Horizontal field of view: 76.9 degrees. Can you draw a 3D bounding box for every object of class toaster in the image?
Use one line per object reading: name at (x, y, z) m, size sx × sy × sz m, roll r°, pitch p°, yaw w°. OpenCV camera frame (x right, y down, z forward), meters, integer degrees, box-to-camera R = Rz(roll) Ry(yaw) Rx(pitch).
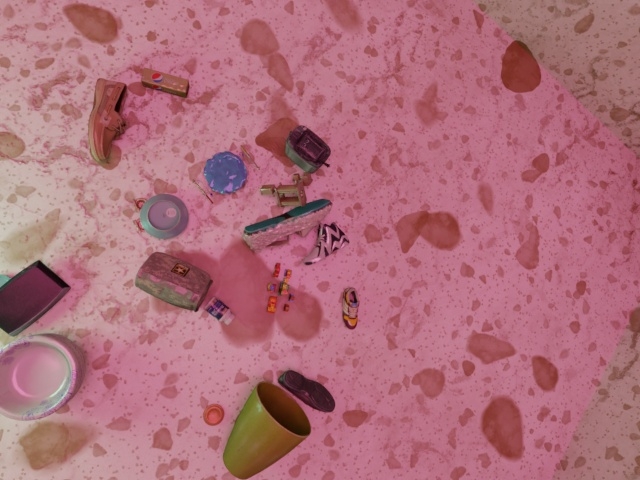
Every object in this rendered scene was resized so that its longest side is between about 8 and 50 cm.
toaster at (-0.053, -0.386, 1.764) m, size 0.227 × 0.146 × 0.129 m, roll 38°, pitch 77°, yaw -6°

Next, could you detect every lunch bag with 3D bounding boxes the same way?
lunch bag at (-0.541, 0.158, 1.513) m, size 0.235 × 0.287 × 0.169 m, roll 26°, pitch 79°, yaw -9°

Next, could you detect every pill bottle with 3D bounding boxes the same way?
pill bottle at (-0.409, 0.288, 1.643) m, size 0.120 × 0.067 × 0.067 m, roll 41°, pitch 76°, yaw -6°

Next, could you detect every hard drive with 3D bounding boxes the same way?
hard drive at (-1.083, 0.214, 1.477) m, size 0.255 × 0.054 × 0.172 m, roll -45°, pitch 109°, yaw -16°

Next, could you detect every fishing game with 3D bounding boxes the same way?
fishing game at (-0.407, -0.288, 1.724) m, size 0.264 × 0.041 × 0.189 m, roll -42°, pitch 87°, yaw -9°

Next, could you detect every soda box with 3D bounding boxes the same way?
soda box at (-0.649, -0.661, 1.694) m, size 0.181 × 0.058 × 0.061 m, roll 12°, pitch 81°, yaw -12°

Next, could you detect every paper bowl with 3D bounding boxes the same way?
paper bowl at (-0.998, 0.474, 1.436) m, size 0.284 × 0.148 × 0.285 m, roll 1°, pitch 84°, yaw -14°

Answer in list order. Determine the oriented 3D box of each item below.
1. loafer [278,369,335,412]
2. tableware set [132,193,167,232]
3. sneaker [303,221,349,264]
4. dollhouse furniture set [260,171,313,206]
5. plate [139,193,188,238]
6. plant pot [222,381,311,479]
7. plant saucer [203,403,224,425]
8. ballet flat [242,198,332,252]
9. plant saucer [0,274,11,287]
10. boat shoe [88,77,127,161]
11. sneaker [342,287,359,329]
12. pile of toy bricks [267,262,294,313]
loafer at (-0.059, 0.636, 1.697) m, size 0.267 × 0.084 × 0.096 m, roll 38°, pitch 46°, yaw -11°
tableware set at (-0.682, -0.112, 1.645) m, size 0.168 × 0.020 × 0.141 m, roll -12°, pitch 87°, yaw -14°
sneaker at (0.000, 0.000, 1.763) m, size 0.234 × 0.094 × 0.153 m, roll -29°, pitch 90°, yaw -15°
dollhouse furniture set at (-0.141, -0.222, 1.781) m, size 0.181 × 0.161 × 0.101 m, roll 1°, pitch 124°, yaw 23°
plate at (-0.632, -0.100, 1.633) m, size 0.188 × 0.024 × 0.188 m, roll 2°, pitch 82°, yaw -14°
plant pot at (-0.234, 0.754, 1.556) m, size 0.274 × 0.275 × 0.293 m, roll 40°, pitch 92°, yaw -7°
plant saucer at (-0.429, 0.701, 1.621) m, size 0.083 × 0.013 × 0.084 m, roll 2°, pitch 83°, yaw -14°
ballet flat at (-0.133, -0.059, 1.736) m, size 0.408 × 0.147 × 0.147 m, roll -21°, pitch 89°, yaw -12°
plant saucer at (-1.188, 0.184, 1.486) m, size 0.119 × 0.021 × 0.120 m, roll 2°, pitch 83°, yaw -14°
boat shoe at (-0.834, -0.476, 1.595) m, size 0.110 × 0.121 × 0.341 m, roll 4°, pitch 82°, yaw -13°
sneaker at (0.135, 0.300, 1.767) m, size 0.069 × 0.084 × 0.186 m, roll -4°, pitch 85°, yaw -14°
pile of toy bricks at (-0.159, 0.205, 1.694) m, size 0.118 × 0.105 × 0.212 m, roll 12°, pitch 81°, yaw -12°
